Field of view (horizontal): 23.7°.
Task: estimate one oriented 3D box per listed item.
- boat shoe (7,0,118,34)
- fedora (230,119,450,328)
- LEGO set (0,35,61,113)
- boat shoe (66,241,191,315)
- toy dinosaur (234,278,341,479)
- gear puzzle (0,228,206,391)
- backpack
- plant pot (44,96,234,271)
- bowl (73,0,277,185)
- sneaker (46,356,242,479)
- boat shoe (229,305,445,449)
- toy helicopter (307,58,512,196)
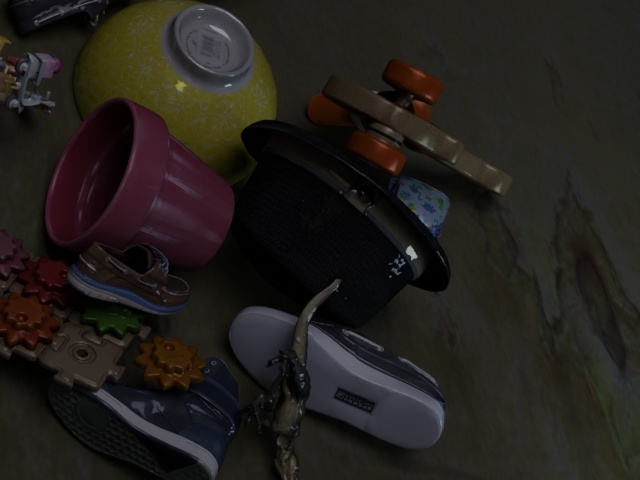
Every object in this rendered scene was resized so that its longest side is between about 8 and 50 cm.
[{"bbox_3d":[-0.330,-0.321,2.087,0.206,0.075,0.065,-13,94,-35],"label":"boat shoe"},{"bbox_3d":[0.000,0.000,1.963,0.334,0.334,0.152,39,77,-3],"label":"fedora"},{"bbox_3d":[-0.411,-0.245,1.960,0.107,0.132,0.287,11,31,-44],"label":"LEGO set"},{"bbox_3d":[-0.213,0.042,1.814,0.066,0.066,0.183,43,19,34],"label":"boat shoe"},{"bbox_3d":[-0.040,0.174,1.842,0.064,0.268,0.118,16,7,25],"label":"toy dinosaur"},{"bbox_3d":[-0.290,0.090,1.786,0.338,0.044,0.175,26,38,3],"label":"gear puzzle"},{"bbox_3d":[0.123,-0.027,2.141,0.105,0.084,0.114,26,54,-11],"label":"backpack"},{"bbox_3d":[-0.215,-0.052,1.903,0.180,0.201,0.201,27,50,-32],"label":"plant pot"},{"bbox_3d":[-0.170,-0.226,2.051,0.289,0.156,0.290,15,54,-22],"label":"bowl"},{"bbox_3d":[-0.201,0.189,1.822,0.226,0.086,0.163,30,41,0],"label":"sneaker"},{"bbox_3d":[0.027,0.159,1.958,0.301,0.108,0.102,25,30,-3],"label":"boat shoe"},{"bbox_3d":[0.137,-0.145,2.183,0.355,0.235,0.140,27,90,-39],"label":"toy helicopter"}]
